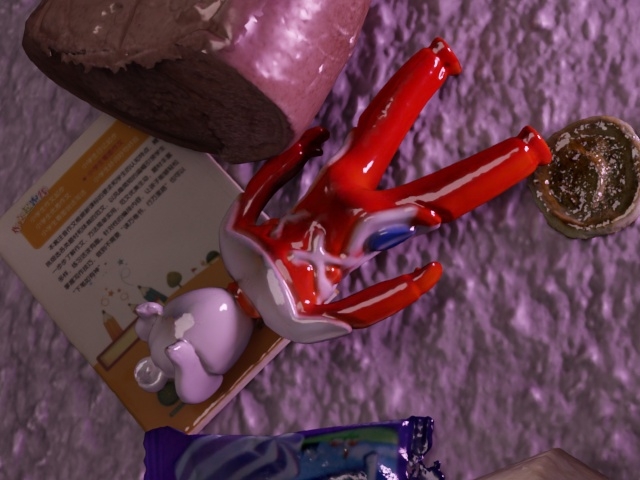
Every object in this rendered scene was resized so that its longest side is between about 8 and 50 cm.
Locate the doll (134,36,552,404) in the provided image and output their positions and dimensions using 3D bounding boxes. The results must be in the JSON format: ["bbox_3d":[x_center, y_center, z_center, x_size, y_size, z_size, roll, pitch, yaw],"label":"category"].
[{"bbox_3d":[0.000,0.000,1.310,0.384,0.099,0.188,-36,58,-2],"label":"doll"}]

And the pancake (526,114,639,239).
[{"bbox_3d":[0.221,-0.051,1.295,0.108,0.017,0.108,-7,73,23],"label":"pancake"}]

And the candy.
[{"bbox_3d":[-0.035,0.217,1.289,0.275,0.070,0.145,-4,68,15],"label":"candy"}]

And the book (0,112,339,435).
[{"bbox_3d":[-0.149,0.019,1.414,0.208,0.020,0.295,-45,65,4],"label":"book"}]

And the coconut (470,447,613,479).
[{"bbox_3d":[0.163,0.255,1.132,0.222,0.202,0.202,-22,69,15],"label":"coconut"}]

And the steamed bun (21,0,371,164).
[{"bbox_3d":[-0.079,-0.188,1.350,0.301,0.199,0.251,10,61,43],"label":"steamed bun"}]
